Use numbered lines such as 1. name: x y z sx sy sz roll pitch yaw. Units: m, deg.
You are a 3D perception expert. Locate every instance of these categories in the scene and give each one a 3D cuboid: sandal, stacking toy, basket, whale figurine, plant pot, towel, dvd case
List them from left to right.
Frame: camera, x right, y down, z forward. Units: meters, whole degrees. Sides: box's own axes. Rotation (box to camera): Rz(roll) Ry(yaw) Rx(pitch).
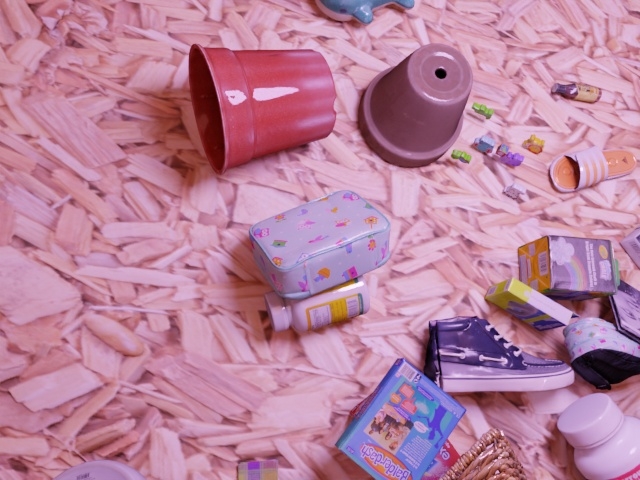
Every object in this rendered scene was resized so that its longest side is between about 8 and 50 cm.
1. towel: -0.128 0.487 1.065 0.084 0.009 0.060 -2 78 -9
2. plant pot: -0.123 -0.302 1.135 0.265 0.272 0.272 -14 80 -21
3. whale figurine: 0.116 -0.657 1.305 0.272 0.141 0.216 1 77 -10
4. plant pot: 0.237 -0.332 1.204 0.263 0.229 0.262 2 77 -8
5. basket: 0.285 0.517 0.944 0.214 0.299 0.222 -21 45 17
6. stacking toy: 0.448 -0.226 1.302 0.221 0.052 0.166 29 72 -5
7. sandal: 0.720 -0.201 1.331 0.266 0.076 0.101 -15 80 -12
8. dvd case: 0.754 0.177 1.210 0.165 0.018 0.221 32 36 -1

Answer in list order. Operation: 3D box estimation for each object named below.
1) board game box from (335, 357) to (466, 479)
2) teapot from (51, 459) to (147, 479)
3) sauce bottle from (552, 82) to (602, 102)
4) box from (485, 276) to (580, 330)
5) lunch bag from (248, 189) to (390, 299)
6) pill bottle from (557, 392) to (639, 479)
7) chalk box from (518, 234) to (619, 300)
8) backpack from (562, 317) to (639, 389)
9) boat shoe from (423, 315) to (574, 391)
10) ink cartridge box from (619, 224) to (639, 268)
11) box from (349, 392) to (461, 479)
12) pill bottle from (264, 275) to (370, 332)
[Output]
1. board game box: 0.155 0.359 0.988 0.160 0.047 0.210 40 75 2
2. teapot: -0.402 0.539 0.926 0.256 0.187 0.252 22 52 23
3. sauce bottle: 0.692 -0.402 1.391 0.128 0.042 0.042 6 76 -9
4. box: 0.487 0.154 1.192 0.178 0.109 0.042 30 70 -1
5. lunch bag: 0.000 0.000 1.100 0.279 0.224 0.107 -21 125 -19
6. pill bottle: 0.669 0.495 1.107 0.176 0.176 0.318 -38 85 -15
7. chalk box: 0.602 0.070 1.221 0.213 0.132 0.132 5 75 -9
8. backpack: 0.638 0.253 1.167 0.182 0.152 0.115 22 39 -22
9. boat shoe: 0.396 0.246 1.144 0.341 0.127 0.157 0 85 -9
10. ink cartridge box: 0.951 -0.025 1.336 0.333 0.065 0.165 -35 84 -16
11. box: 0.191 0.430 1.068 0.123 0.128 0.256 -35 85 -14
12. pill bottle: -0.010 0.129 1.112 0.209 0.117 0.117 -15 80 -12
